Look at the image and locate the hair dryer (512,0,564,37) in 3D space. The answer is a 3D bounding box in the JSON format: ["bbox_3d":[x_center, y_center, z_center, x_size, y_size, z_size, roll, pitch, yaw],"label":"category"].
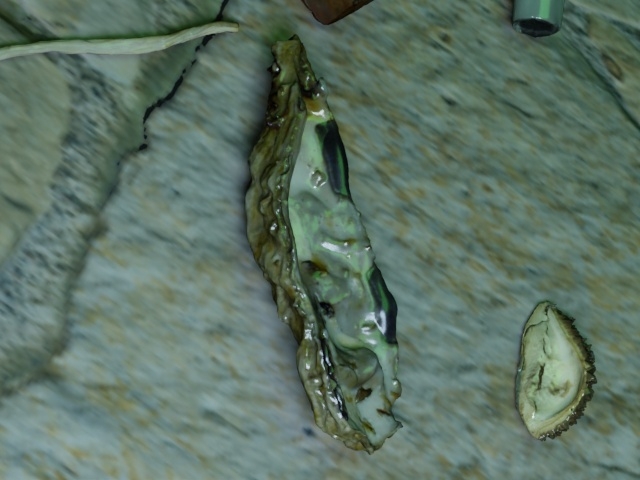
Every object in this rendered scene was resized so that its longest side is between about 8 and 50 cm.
[{"bbox_3d":[0.134,-0.288,1.660,0.267,0.092,0.229,-8,81,-18],"label":"hair dryer"}]

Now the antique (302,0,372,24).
[{"bbox_3d":[-0.034,-0.327,1.548,0.087,0.093,0.310,-31,88,-35],"label":"antique"}]

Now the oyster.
[{"bbox_3d":[-0.002,0.000,1.458,0.128,0.078,0.345,10,63,-50],"label":"oyster"}]

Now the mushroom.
[{"bbox_3d":[-0.182,-0.147,1.436,0.286,0.026,0.028,-17,96,-36],"label":"mushroom"}]

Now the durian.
[{"bbox_3d":[0.197,0.111,1.554,0.066,0.052,0.130,3,60,12],"label":"durian"}]
